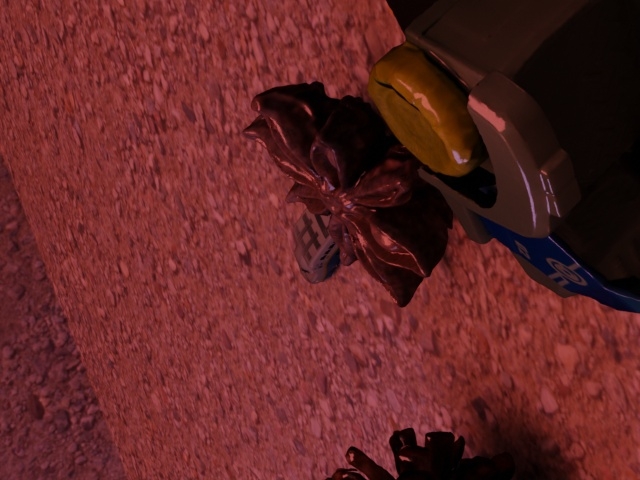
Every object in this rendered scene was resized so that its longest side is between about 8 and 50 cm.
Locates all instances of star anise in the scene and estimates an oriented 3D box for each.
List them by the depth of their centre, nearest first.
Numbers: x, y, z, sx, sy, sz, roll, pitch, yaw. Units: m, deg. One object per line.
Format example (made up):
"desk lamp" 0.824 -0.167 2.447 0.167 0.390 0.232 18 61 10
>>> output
"star anise" 0.042 -0.057 1.562 0.236 0.109 0.223 33 154 47

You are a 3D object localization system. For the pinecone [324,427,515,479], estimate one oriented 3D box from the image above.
"pinecone" 0.110 0.315 1.585 0.298 0.242 0.296 131 124 -68

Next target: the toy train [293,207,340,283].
"toy train" 0.000 0.000 1.785 0.052 0.051 0.234 66 158 13

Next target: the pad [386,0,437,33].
"pad" 0.118 -0.204 1.378 0.181 0.004 0.267 63 157 11

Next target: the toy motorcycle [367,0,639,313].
"toy motorcycle" 0.187 -0.051 1.173 0.200 0.191 0.326 36 162 40
